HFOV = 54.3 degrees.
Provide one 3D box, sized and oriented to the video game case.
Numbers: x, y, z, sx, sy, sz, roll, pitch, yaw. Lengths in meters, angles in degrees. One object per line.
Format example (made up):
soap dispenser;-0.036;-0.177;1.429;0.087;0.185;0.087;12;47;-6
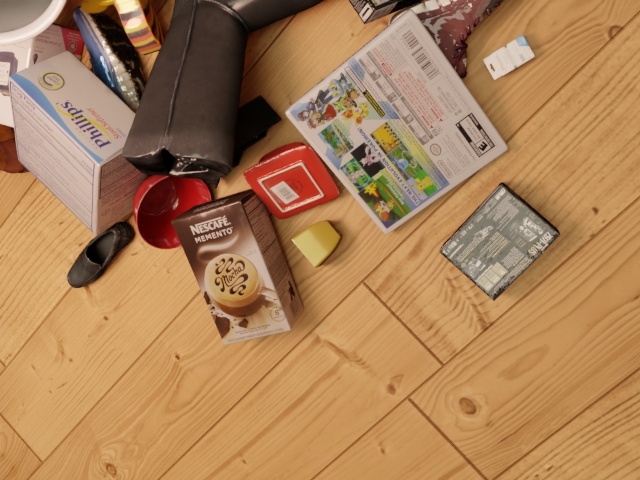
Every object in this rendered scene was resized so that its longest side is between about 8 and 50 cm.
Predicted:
video game case;0.149;-0.216;1.210;0.300;0.036;0.329;-36;109;16

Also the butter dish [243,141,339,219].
butter dish;-0.059;-0.146;1.311;0.159;0.118;0.160;-21;134;18

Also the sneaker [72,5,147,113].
sneaker;-0.477;-0.360;1.388;0.147;0.130;0.330;-23;92;16

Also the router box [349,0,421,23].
router box;0.118;-0.496;1.173;0.133;0.178;0.046;57;149;2

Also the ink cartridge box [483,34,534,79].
ink cartridge box;0.360;-0.348;1.194;0.083;0.028;0.048;-29;90;18

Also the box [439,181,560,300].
box;0.349;0.000;1.226;0.147;0.077;0.180;42;108;7

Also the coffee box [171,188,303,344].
coffee box;-0.172;0.055;1.340;0.168;0.119;0.297;-15;106;18

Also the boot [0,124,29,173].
boot;-0.824;-0.243;1.428;0.096;0.280;0.264;-41;86;18

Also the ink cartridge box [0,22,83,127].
ink cartridge box;-0.644;-0.375;1.411;0.100;0.172;0.237;19;104;13

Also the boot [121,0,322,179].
boot;-0.162;-0.334;1.182;0.366;0.146;0.446;-2;63;27

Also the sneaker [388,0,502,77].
sneaker;0.282;-0.401;1.184;0.281;0.106;0.163;-17;104;23

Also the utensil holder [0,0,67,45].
utensil holder;-0.621;-0.593;1.208;0.327;0.386;0.328;-5;124;-7

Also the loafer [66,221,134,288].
loafer;-0.540;0.037;1.495;0.223;0.078;0.076;-41;85;18

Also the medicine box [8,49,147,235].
medicine box;-0.511;-0.201;1.341;0.263;0.149;0.289;43;145;6

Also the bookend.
bookend;-0.180;-0.210;1.343;0.072;0.156;0.157;49;152;5

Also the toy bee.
toy bee;-0.415;-0.530;1.272;0.195;0.162;0.298;-36;98;14

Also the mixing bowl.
mixing bowl;-0.346;-0.081;1.387;0.098;0.181;0.182;33;109;40

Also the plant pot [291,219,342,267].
plant pot;0.000;0.000;1.331;0.083;0.081;0.081;-41;86;8
